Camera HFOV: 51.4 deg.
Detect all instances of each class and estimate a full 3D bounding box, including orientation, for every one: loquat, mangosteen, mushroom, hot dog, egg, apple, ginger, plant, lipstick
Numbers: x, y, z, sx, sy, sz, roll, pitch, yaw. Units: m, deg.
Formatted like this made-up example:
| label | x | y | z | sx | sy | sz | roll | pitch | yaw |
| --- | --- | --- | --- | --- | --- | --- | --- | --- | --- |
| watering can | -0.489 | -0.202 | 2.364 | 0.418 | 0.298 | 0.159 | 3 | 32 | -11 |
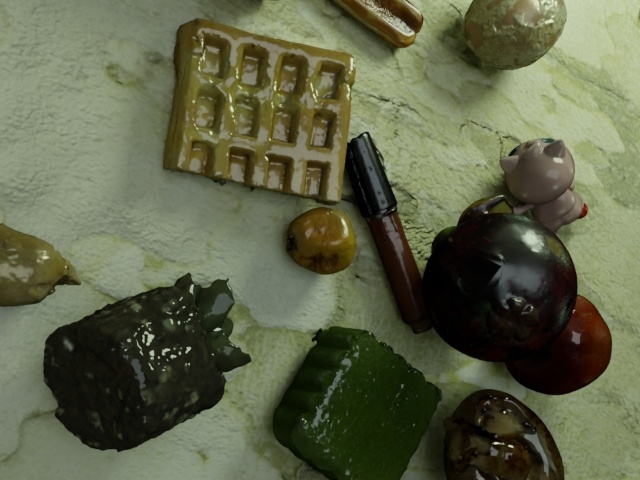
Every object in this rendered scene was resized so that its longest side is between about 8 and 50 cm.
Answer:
| label | x | y | z | sx | sy | sz | roll | pitch | yaw |
| --- | --- | --- | --- | --- | --- | --- | --- | --- | --- |
| loquat | 0.000 | 0.000 | 1.251 | 0.137 | 0.113 | 0.137 | -1 | 93 | -14 |
| mangosteen | 0.332 | 0.081 | 1.271 | 0.311 | 0.311 | 0.311 | 3 | 83 | -26 |
| mushroom | 0.347 | 0.432 | 1.324 | 0.283 | 0.195 | 0.263 | 42 | 60 | -34 |
| hot dog | 0.102 | -0.497 | 1.377 | 0.250 | 0.076 | 0.104 | 30 | 92 | -16 |
| egg | 0.427 | -0.481 | 1.459 | 0.245 | 0.203 | 0.203 | -30 | 98 | -24 |
| apple | 0.500 | 0.220 | 1.413 | 0.233 | 0.234 | 0.234 | 3 | 83 | -26 |
| ginger | -0.497 | 0.026 | 0.993 | 0.267 | 0.138 | 0.152 | 34 | 66 | -14 |
| plant | -0.256 | 0.181 | 1.062 | 0.312 | 0.213 | 0.215 | -31 | 101 | -62 |
| lipstick | 0.137 | -0.011 | 1.336 | 0.077 | 0.077 | 0.419 | -23 | 96 | -26 |

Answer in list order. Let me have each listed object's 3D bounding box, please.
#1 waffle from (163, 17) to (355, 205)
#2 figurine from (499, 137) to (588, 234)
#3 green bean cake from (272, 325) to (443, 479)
| label | x | y | z | sx | sy | sz | roll | pitch | yaw |
| --- | --- | --- | --- | --- | --- | --- | --- | --- | --- |
| waffle | -0.105 | -0.238 | 1.227 | 0.348 | 0.077 | 0.304 | 9 | 83 | -17 |
| figurine | 0.504 | -0.114 | 1.505 | 0.287 | 0.176 | 0.186 | 49 | 24 | -30 |
| green bean cake | 0.063 | 0.313 | 1.221 | 0.247 | 0.156 | 0.250 | 40 | 69 | -18 |
